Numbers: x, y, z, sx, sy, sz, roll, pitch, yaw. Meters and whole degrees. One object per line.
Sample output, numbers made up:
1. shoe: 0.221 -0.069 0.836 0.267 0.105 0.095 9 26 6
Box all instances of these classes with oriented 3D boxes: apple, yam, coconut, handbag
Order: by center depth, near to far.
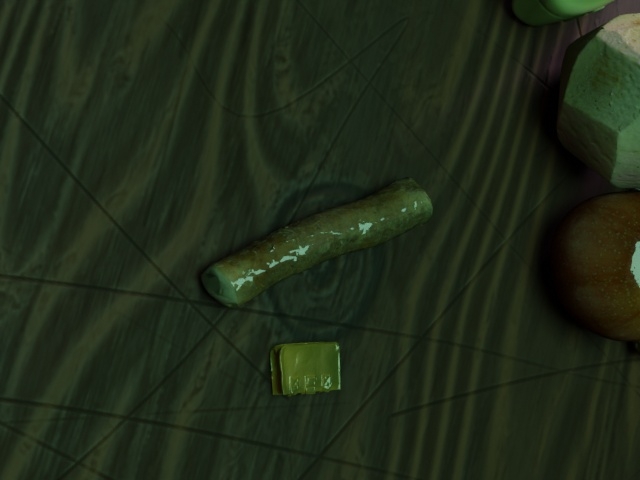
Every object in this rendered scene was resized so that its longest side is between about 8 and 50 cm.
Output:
1. yam: 0.000 0.000 1.491 0.299 0.066 0.066 -23 97 -26
2. handbag: -0.016 0.149 1.491 0.083 0.027 0.061 0 86 -29
3. apple: 0.400 0.029 1.645 0.201 0.162 0.201 2 86 -30
4. coconut: 0.410 -0.182 1.653 0.237 0.237 0.197 -28 141 -27

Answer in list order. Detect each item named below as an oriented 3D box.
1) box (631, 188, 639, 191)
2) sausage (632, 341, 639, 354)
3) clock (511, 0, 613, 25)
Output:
1. box: 0.555 -0.071 1.790 0.237 0.070 0.152 35 72 -24
2. sausage: 0.553 0.129 1.779 0.301 0.066 0.066 2 86 -30
3. clock: 0.322 -0.475 1.663 0.286 0.117 0.348 -28 99 -26
